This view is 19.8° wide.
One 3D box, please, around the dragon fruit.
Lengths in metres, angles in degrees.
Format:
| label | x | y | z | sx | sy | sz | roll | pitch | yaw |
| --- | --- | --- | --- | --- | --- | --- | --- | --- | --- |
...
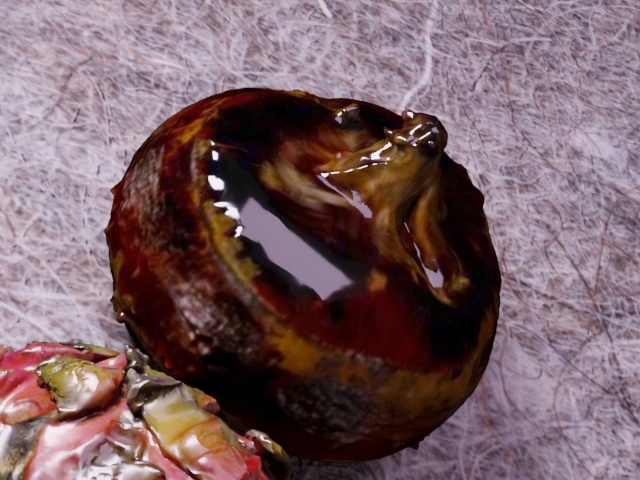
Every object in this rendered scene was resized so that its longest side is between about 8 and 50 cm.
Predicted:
| label | x | y | z | sx | sy | sz | roll | pitch | yaw |
| --- | --- | --- | --- | --- | --- | --- | --- | --- | --- |
| dragon fruit | -0.172 | 0.197 | 1.240 | 0.291 | 0.250 | 0.269 | 27 | 63 | 10 |

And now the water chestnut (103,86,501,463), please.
| label | x | y | z | sx | sy | sz | roll | pitch | yaw |
| --- | --- | --- | --- | --- | --- | --- | --- | --- | --- |
| water chestnut | 0.000 | 0.000 | 1.490 | 0.350 | 0.302 | 0.350 | 21 | 47 | -24 |
